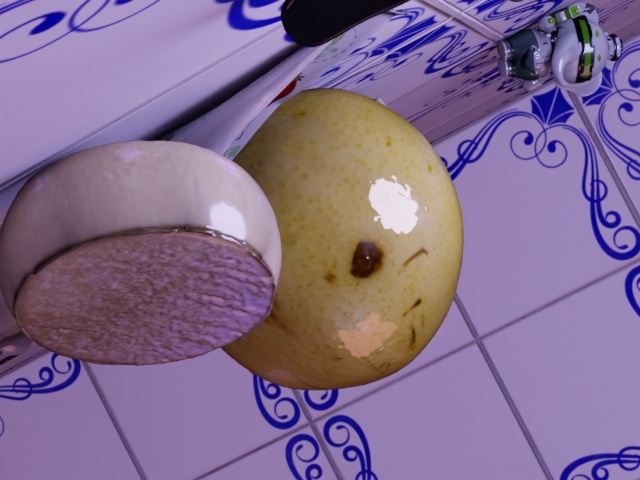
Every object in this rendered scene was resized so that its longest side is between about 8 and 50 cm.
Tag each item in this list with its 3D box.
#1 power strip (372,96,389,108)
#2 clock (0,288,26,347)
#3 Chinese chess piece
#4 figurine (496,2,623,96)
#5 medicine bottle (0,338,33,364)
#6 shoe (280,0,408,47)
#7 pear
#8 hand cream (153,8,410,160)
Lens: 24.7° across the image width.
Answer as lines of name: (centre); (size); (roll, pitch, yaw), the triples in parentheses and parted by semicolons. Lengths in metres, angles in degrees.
power strip: (-0.029, -0.066, 1.930); (0.367, 0.043, 0.106); (-49, -159, -24)
clock: (-0.319, 0.044, 1.704); (0.309, 0.114, 0.284); (-27, 179, 17)
Chinese chess piece: (-0.172, 0.019, 1.396); (0.270, 0.112, 0.270); (-6, 148, -4)
figurine: (0.367, -0.286, 2.213); (0.192, 0.147, 0.126); (-8, -166, -10)
medicine bottle: (-0.450, 0.120, 1.938); (0.191, 0.107, 0.107); (-28, 178, 24)
shoe: (0.042, -0.200, 1.103); (0.159, 0.062, 0.053); (-29, -170, 16)
pear: (0.000, 0.000, 1.652); (0.348, 0.348, 0.348); (-27, 178, -1)
hand cream: (-0.059, -0.136, 1.453); (0.336, 0.076, 0.121); (-36, 176, 25)
